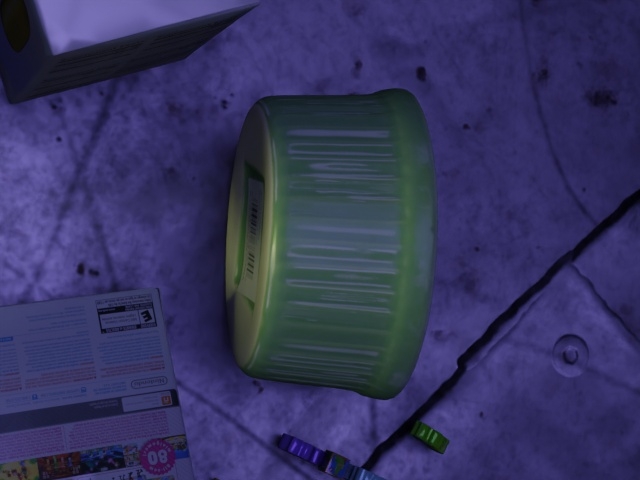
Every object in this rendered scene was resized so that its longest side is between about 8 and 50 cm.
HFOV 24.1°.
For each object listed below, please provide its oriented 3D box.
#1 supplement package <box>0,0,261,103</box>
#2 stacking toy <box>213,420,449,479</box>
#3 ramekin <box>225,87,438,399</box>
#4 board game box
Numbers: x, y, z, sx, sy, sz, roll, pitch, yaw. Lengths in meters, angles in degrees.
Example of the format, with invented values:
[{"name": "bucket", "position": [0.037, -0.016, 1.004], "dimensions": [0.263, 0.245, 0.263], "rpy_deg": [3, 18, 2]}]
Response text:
[{"name": "supplement package", "position": [-0.209, -0.264, 1.398], "dimensions": [0.198, 0.263, 0.199], "rpy_deg": [-18, 92, -20]}, {"name": "stacking toy", "position": [0.014, 0.236, 1.563], "dimensions": [0.221, 0.052, 0.167], "rpy_deg": [29, 79, -18]}, {"name": "ramekin", "position": [0.000, 0.000, 1.445], "dimensions": [0.148, 0.303, 0.303], "rpy_deg": [3, 86, -12]}, {"name": "board game box", "position": [-0.238, 0.211, 1.411], "dimensions": [0.224, 0.097, 0.303], "rpy_deg": [-6, 73, -19]}]
